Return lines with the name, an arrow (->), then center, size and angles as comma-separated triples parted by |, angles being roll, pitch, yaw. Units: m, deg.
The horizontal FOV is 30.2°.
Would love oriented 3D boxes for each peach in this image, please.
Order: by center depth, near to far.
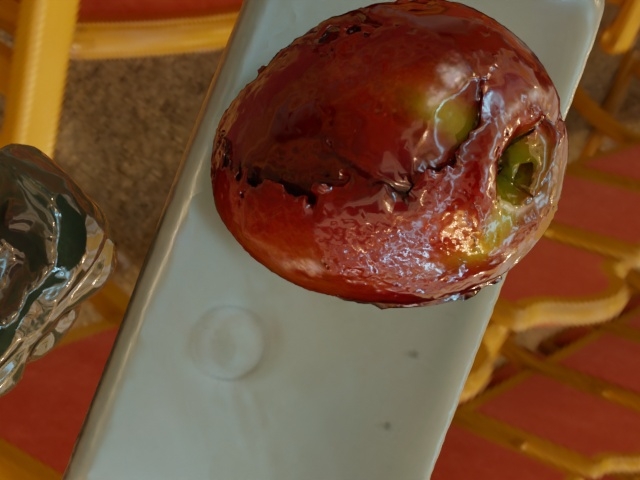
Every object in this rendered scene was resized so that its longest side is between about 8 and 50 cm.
peach -> 0.019, -0.040, 0.514 | 0.092, 0.172, 0.127 | 39, 54, -54

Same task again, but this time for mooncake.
mooncake -> -0.212, 0.024, 0.768 | 0.175, 0.104, 0.168 | -55, 166, 28

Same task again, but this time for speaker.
speaker -> 0.000, 0.000, 0.687 | 0.183, 0.184, 0.406 | -164, -85, -83
